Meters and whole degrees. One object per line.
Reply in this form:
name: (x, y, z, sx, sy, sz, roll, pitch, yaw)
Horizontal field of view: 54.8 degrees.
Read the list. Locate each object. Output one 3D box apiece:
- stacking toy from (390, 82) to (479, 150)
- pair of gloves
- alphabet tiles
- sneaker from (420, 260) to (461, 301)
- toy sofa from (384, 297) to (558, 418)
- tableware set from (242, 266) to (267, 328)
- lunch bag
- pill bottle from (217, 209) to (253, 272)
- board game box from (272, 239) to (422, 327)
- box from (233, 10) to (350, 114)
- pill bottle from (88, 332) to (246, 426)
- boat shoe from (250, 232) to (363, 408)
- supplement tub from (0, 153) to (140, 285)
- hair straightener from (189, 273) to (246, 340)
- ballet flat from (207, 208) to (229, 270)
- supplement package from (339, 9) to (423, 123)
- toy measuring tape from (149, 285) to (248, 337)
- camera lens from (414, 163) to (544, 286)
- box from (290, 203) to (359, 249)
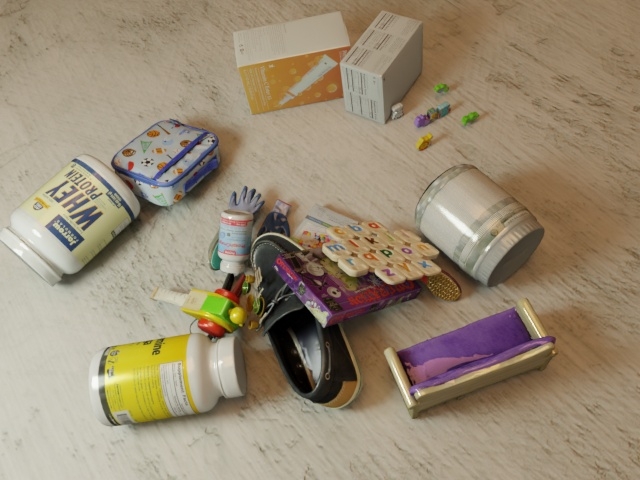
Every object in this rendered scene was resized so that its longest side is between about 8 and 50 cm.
stacking toy: (0.345, -0.382, 1.890, 0.221, 0.052, 0.167, -28, 61, -12)
pair of gloves: (-0.170, -0.064, 1.734, 0.198, 0.023, 0.159, 25, 63, -6)
alphabet tiles: (0.152, 0.028, 1.538, 0.284, 0.021, 0.278, -10, 34, -33)
sneaker: (0.288, 0.082, 1.597, 0.186, 0.069, 0.084, 36, 30, 4)
toy sofa: (0.341, 0.261, 1.416, 0.363, 0.177, 0.150, -20, 59, -4)
tableware set: (-0.169, 0.148, 1.521, 0.024, 0.104, 0.154, 10, 47, -27)
lunch bag: (-0.443, -0.239, 1.829, 0.243, 0.114, 0.303, 20, 47, 18)
pill bottle: (-0.228, 0.002, 1.648, 0.087, 0.087, 0.160, 9, 103, 13)
board game box: (0.074, 0.092, 1.513, 0.347, 0.056, 0.208, -10, 52, -46)
box: (-0.080, -0.557, 1.953, 0.346, 0.215, 0.168, -11, 58, 1)
pill bottle: (-0.353, 0.322, 1.461, 0.334, 0.187, 0.187, -9, 58, 1)
boat shoe: (-0.065, 0.175, 1.506, 0.187, 0.156, 0.499, -42, 57, 25)
supplement tub: (-0.692, -0.056, 1.709, 0.236, 0.235, 0.324, 32, 67, 23)
hair straightener: (-0.279, 0.181, 1.629, 0.089, 0.047, 0.230, 15, 66, 19)
ballet flat: (-0.270, -0.004, 1.733, 0.068, 0.072, 0.213, -1, 53, 40)
supplement package: (0.195, -0.534, 1.908, 0.145, 0.204, 0.261, 25, 65, 22)
toy measuring tape: (-0.298, 0.176, 1.570, 0.330, 0.121, 0.121, 5, 56, 40)
camera lens: (0.394, -0.044, 1.571, 0.219, 0.219, 0.274, -36, 61, -14)
box: (0.000, 0.000, 1.702, 0.145, 0.038, 0.186, 25, 66, 21)
